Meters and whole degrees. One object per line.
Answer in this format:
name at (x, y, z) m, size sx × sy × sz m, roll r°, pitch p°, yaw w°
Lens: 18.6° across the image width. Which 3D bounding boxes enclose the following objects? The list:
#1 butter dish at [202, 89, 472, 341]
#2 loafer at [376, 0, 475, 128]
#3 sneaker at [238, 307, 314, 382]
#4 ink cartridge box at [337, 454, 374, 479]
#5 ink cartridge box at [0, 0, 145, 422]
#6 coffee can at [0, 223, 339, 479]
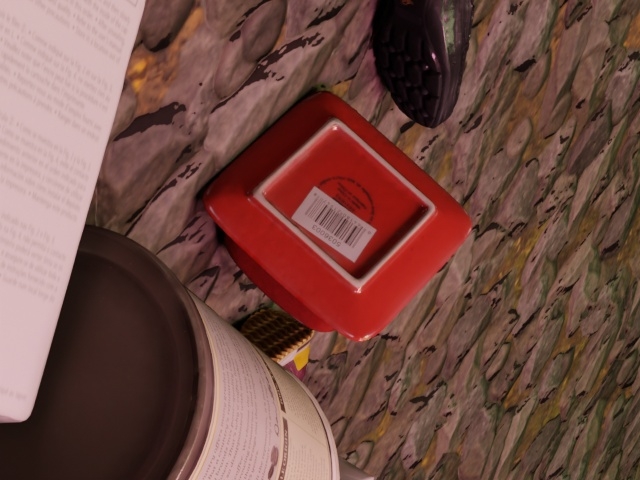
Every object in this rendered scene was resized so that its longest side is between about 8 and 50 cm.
butter dish at (0.000, 0.000, 1.428) m, size 0.160 × 0.160 × 0.118 m, roll -44°, pitch 174°, yaw -36°
loafer at (0.088, -0.180, 1.466) m, size 0.078 × 0.076 × 0.223 m, roll -38°, pitch 143°, yaw -30°
sneaker at (-0.066, 0.120, 1.481) m, size 0.185 × 0.069 × 0.084 m, roll -27°, pitch 133°, yaw -51°
ink cartridge box at (-0.047, 0.275, 1.668) m, size 0.139 × 0.082 × 0.190 m, roll -5°, pitch 121°, yaw -63°
ink cartridge box at (-0.203, -0.119, 0.981) m, size 0.308 × 0.091 × 0.385 m, roll 34°, pitch 67°, yaw -66°
coffee can at (-0.120, 0.127, 1.212) m, size 0.201 × 0.201 × 0.275 m, roll -59°, pitch 156°, yaw -8°
